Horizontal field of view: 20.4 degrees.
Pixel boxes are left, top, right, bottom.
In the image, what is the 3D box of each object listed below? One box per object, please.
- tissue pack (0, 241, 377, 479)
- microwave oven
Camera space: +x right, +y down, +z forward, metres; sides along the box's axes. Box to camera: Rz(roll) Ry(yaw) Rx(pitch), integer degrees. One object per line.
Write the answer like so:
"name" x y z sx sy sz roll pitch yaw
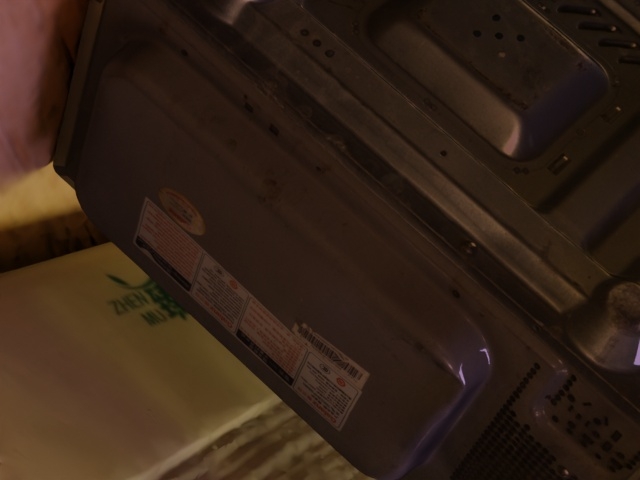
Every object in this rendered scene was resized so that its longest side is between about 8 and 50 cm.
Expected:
"tissue pack" -0.102 0.157 0.704 0.297 0.207 0.380 -54 168 19
"microwave oven" 0.052 -0.021 0.593 0.194 0.240 0.145 -40 167 -35
